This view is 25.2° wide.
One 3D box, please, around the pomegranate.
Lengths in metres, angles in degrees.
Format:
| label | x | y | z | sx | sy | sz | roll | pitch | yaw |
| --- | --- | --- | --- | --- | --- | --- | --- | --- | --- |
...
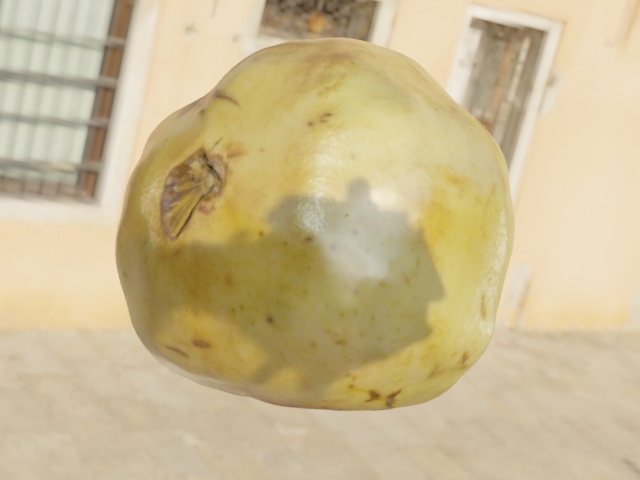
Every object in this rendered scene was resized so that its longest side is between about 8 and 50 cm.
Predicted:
| label | x | y | z | sx | sy | sz | roll | pitch | yaw |
| --- | --- | --- | --- | --- | --- | --- | --- | --- | --- |
| pomegranate | 0.000 | 0.000 | 1.182 | 0.332 | 0.333 | 0.332 | 13 | 15 | -4 |
